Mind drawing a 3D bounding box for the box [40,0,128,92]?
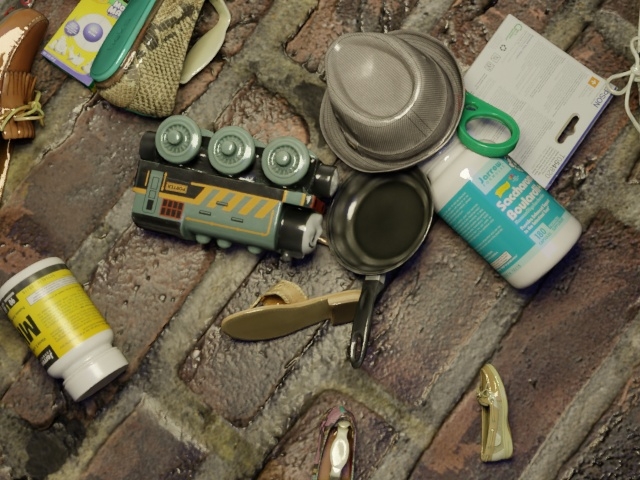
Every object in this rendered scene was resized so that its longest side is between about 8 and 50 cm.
[{"bbox_3d":[-0.377,-0.355,1.346,0.105,0.043,0.179,34,82,4],"label":"box"}]

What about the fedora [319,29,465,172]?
[{"bbox_3d":[0.088,-0.239,1.226,0.244,0.124,0.275,-40,57,11],"label":"fedora"}]

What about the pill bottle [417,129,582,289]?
[{"bbox_3d":[0.272,-0.059,1.253,0.264,0.146,0.146,44,85,5],"label":"pill bottle"}]

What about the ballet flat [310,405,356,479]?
[{"bbox_3d":[0.021,0.371,1.232,0.077,0.079,0.221,6,83,0],"label":"ballet flat"}]

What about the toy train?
[{"bbox_3d":[-0.141,-0.080,1.255,0.334,0.142,0.190,12,88,11],"label":"toy train"}]

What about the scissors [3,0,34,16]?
[{"bbox_3d":[-0.508,-0.392,1.365,0.109,0.021,0.297,40,83,7],"label":"scissors"}]

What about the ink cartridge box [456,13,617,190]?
[{"bbox_3d":[0.342,-0.228,1.325,0.224,0.045,0.223,36,84,4],"label":"ink cartridge box"}]

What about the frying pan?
[{"bbox_3d":[0.108,0.018,1.224,0.197,0.053,0.326,-26,61,27],"label":"frying pan"}]

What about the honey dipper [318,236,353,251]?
[{"bbox_3d":[0.000,0.000,1.308,0.161,0.030,0.030,22,83,-1],"label":"honey dipper"}]

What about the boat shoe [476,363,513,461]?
[{"bbox_3d":[0.269,0.274,1.257,0.048,0.056,0.152,-8,90,-5],"label":"boat shoe"}]

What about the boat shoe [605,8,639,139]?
[{"bbox_3d":[0.541,-0.276,1.257,0.157,0.136,0.366,17,77,-26],"label":"boat shoe"}]

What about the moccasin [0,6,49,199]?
[{"bbox_3d":[-0.515,-0.188,1.273,0.147,0.139,0.379,21,86,-3],"label":"moccasin"}]

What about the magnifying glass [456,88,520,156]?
[{"bbox_3d":[0.233,-0.213,1.253,0.092,0.026,0.231,-15,52,-16],"label":"magnifying glass"}]

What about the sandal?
[{"bbox_3d":[-0.045,0.099,1.283,0.240,0.088,0.079,-8,51,-8],"label":"sandal"}]

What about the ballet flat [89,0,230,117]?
[{"bbox_3d":[-0.214,-0.426,1.301,0.182,0.164,0.482,24,86,-41],"label":"ballet flat"}]

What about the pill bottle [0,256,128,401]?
[{"bbox_3d":[-0.402,0.140,1.242,0.119,0.119,0.208,-37,84,-4],"label":"pill bottle"}]
